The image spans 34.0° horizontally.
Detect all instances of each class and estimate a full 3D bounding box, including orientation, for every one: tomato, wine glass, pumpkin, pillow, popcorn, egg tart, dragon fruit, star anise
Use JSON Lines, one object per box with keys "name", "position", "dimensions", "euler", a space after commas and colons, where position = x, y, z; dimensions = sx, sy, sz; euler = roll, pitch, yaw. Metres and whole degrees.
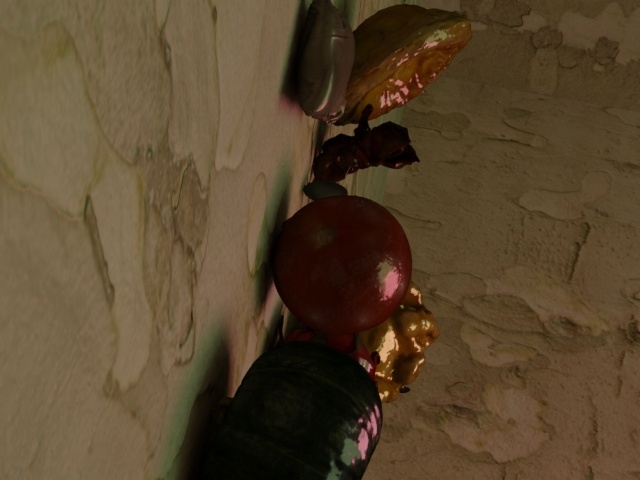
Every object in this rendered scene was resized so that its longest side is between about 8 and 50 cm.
{"name": "tomato", "position": [0.033, 0.039, 1.539], "dimensions": [0.184, 0.208, 0.208], "euler": [59, 38, -51]}
{"name": "wine glass", "position": [0.000, 0.000, 1.779], "dimensions": [0.079, 0.079, 0.196], "euler": [-69, 167, -59]}
{"name": "pumpkin", "position": [-0.047, 0.268, 1.278], "dimensions": [0.300, 0.207, 0.300], "euler": [24, 90, -88]}
{"name": "pillow", "position": [0.009, -0.251, 1.461], "dimensions": [0.270, 0.067, 0.173], "euler": [-25, 121, -83]}
{"name": "popcorn", "position": [0.074, 0.207, 1.976], "dimensions": [0.297, 0.281, 0.316], "euler": [-7, -137, 57]}
{"name": "egg tart", "position": [0.117, -0.318, 1.818], "dimensions": [0.319, 0.128, 0.319], "euler": [-33, 173, -5]}
{"name": "dragon fruit", "position": [0.006, 0.216, 1.709], "dimensions": [0.193, 0.192, 0.274], "euler": [131, -27, -67]}
{"name": "star anise", "position": [0.079, -0.158, 1.818], "dimensions": [0.196, 0.212, 0.111], "euler": [1, 71, -62]}
